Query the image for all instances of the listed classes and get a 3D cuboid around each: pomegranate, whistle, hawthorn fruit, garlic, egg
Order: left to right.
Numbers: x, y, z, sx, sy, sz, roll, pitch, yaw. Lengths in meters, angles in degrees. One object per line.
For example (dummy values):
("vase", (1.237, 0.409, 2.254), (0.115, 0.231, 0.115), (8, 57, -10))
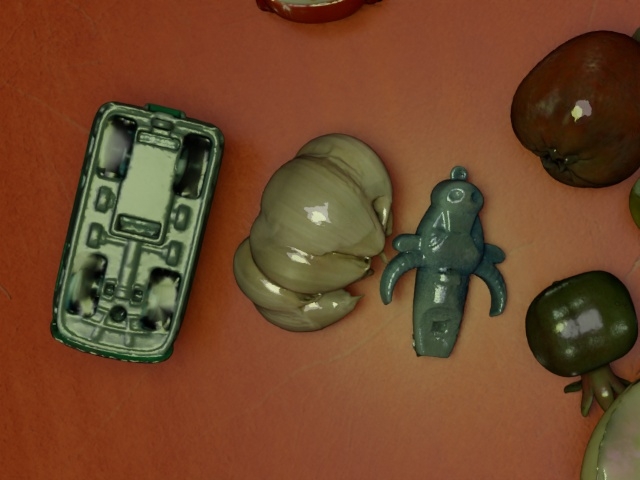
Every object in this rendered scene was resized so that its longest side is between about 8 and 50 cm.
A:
("garlic", (-0.002, -0.007, 1.787), (0.203, 0.184, 0.281), (31, 90, 20))
("whistle", (0.173, 0.031, 1.812), (0.180, 0.093, 0.269), (6, 91, -16))
("pomegranate", (0.361, 0.137, 1.770), (0.152, 0.131, 0.191), (-25, 107, 2))
("hawthorn fruit", (0.368, -0.195, 1.749), (0.199, 0.199, 0.251), (29, 69, 9))
("egg", (0.442, 0.317, 1.724), (0.264, 0.174, 0.287), (15, 72, -17))

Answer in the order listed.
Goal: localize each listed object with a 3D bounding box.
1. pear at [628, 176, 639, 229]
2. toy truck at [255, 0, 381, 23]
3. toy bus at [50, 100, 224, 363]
("pear", (0.486, -0.042, 1.745), (0.141, 0.141, 0.104), (-24, 113, 8))
("toy truck", (-0.018, -0.434, 1.779), (0.189, 0.239, 0.265), (-3, 89, 10))
("toy bus", (-0.256, -0.016, 1.825), (0.183, 0.199, 0.344), (14, 91, -9))
